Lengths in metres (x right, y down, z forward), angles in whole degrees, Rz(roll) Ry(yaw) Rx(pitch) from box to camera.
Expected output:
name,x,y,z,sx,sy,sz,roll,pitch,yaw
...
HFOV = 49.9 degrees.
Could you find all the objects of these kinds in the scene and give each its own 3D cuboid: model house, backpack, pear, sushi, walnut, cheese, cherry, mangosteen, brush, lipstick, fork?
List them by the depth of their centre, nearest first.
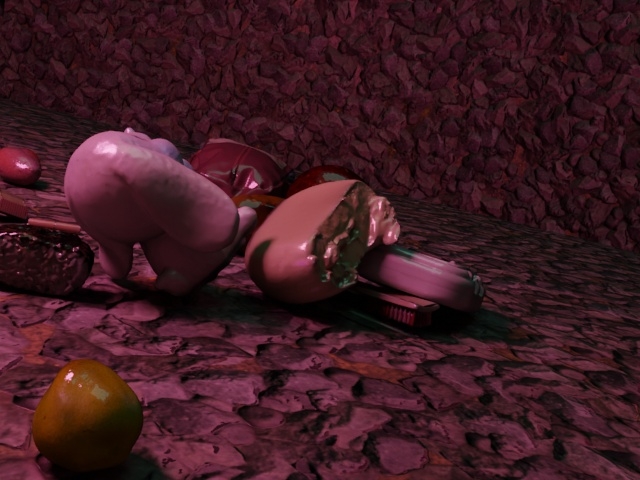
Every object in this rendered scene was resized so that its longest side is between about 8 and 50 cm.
name,x,y,z,sx,sy,sz,roll,pitch,yaw
pear,-0.200,0.152,0.602,0.092,0.097,0.092,-6,-15,-2
sushi,-0.405,0.027,0.986,0.150,0.091,0.078,11,14,-15
fork,0.062,0.129,1.153,0.235,0.021,0.039,22,20,36
cheese,0.000,0.000,1.189,0.233,0.127,0.266,-7,33,38
brush,0.084,0.102,1.257,0.060,0.050,0.321,0,9,-35
lipstick,-0.506,-0.027,1.310,0.094,0.019,0.019,9,12,-15
model house,-0.611,-0.062,1.312,0.083,0.057,0.058,27,23,-50
walnut,-0.124,-0.035,1.462,0.245,0.137,0.137,-1,15,-19
mangosteen,0.018,-0.069,1.636,0.215,0.215,0.257,11,-7,-4
cherry,-0.722,-0.176,1.637,0.106,0.087,0.126,13,28,-33
backpack,-0.202,-0.125,1.667,0.283,0.197,0.317,13,17,-2

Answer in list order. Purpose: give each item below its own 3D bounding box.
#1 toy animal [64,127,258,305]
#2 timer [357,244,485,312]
name,x,y,z,sx,sy,sz,roll,pitch,yaw
toy animal,-0.258,-0.030,1.046,0.289,0.249,0.174,31,39,-20
timer,0.188,0.065,1.306,0.236,0.087,0.262,17,-1,24
